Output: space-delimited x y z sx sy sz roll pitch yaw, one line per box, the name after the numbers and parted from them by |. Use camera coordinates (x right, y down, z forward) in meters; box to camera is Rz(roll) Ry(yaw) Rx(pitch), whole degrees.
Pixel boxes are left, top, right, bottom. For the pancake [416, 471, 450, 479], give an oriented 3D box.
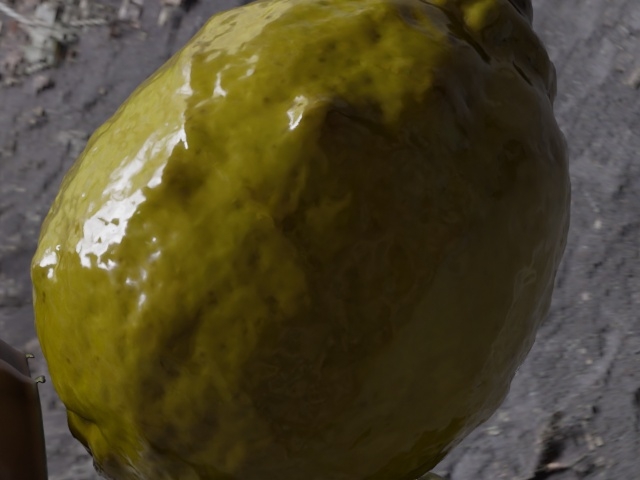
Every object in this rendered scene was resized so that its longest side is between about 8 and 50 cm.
0.068 0.282 0.862 0.294 0.049 0.294 -9 77 45 | pancake

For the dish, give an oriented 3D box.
-0.208 0.123 0.822 0.090 0.213 0.213 -6 83 -15 | dish

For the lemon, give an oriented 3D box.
-0.004 0.007 0.768 0.316 0.285 0.285 -19 79 10 | lemon
